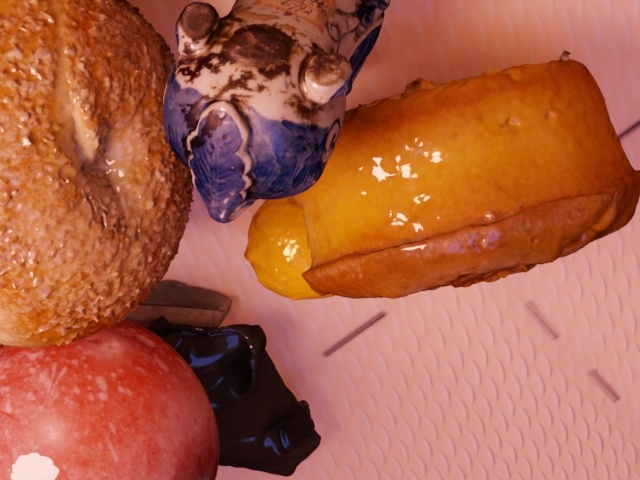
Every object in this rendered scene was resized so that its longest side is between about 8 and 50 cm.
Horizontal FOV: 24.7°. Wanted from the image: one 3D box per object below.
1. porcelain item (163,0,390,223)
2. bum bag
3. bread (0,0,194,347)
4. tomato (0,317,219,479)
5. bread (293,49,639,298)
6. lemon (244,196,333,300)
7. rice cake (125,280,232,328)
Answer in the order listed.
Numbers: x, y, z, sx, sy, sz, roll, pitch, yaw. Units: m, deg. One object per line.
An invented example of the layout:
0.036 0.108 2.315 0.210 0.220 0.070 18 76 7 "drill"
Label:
-0.033 -0.135 1.172 0.138 0.288 0.186 18 139 5 "porcelain item"
-0.088 0.173 1.521 0.142 0.079 0.326 -19 144 11 "bum bag"
-0.209 -0.063 1.139 0.305 0.159 0.305 -12 106 -49 "bread"
-0.207 0.199 1.303 0.227 0.270 0.270 17 138 21 "tomato"
0.148 -0.063 1.303 0.340 0.194 0.179 -13 175 -18 "bread"
0.000 0.000 1.403 0.155 0.114 0.114 -8 133 -21 "lemon"
-0.184 0.066 1.439 0.207 0.036 0.047 4 141 -27 "rice cake"
